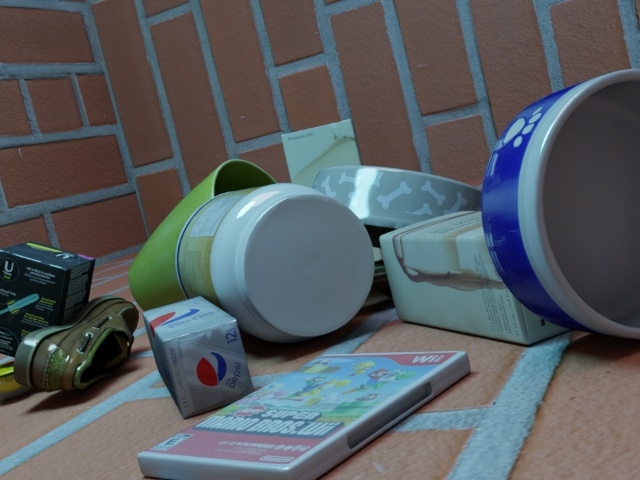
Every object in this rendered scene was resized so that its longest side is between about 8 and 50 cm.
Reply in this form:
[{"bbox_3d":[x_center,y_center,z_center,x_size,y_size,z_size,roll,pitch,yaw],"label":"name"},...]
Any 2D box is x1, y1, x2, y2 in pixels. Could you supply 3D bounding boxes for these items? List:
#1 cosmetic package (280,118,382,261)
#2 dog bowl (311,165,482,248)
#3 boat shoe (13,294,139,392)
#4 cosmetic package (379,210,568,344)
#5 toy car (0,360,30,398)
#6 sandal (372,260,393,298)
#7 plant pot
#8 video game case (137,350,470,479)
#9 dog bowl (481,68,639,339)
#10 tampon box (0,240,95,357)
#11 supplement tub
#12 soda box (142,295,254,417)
[{"bbox_3d":[0.024,-0.096,1.836,0.160,0.310,0.113,-14,7,1],"label":"cosmetic package"},{"bbox_3d":[0.137,-0.046,1.463,0.348,0.102,0.349,10,-5,1],"label":"dog bowl"},{"bbox_3d":[-0.341,0.167,1.298,0.104,0.111,0.307,12,15,11],"label":"boat shoe"},{"bbox_3d":[0.214,0.035,1.066,0.153,0.129,0.296,-17,7,-23],"label":"cosmetic package"},{"bbox_3d":[-0.528,0.220,1.386,0.224,0.053,0.239,-13,5,12],"label":"toy car"},{"bbox_3d":[0.140,0.065,1.333,0.219,0.060,0.090,-1,7,-22],"label":"sandal"},{"bbox_3d":[-0.212,0.035,1.596,0.293,0.275,0.275,-28,-1,28],"label":"plant pot"},{"bbox_3d":[-0.009,0.168,0.834,0.204,0.025,0.285,-9,8,41],"label":"video game case"},{"bbox_3d":[0.302,-0.035,0.864,0.264,0.265,0.104,-16,4,-20],"label":"dog bowl"},{"bbox_3d":[-0.438,0.096,1.318,0.120,0.161,0.101,15,11,10],"label":"tampon box"},{"bbox_3d":[-0.075,0.032,1.264,0.228,0.228,0.316,-16,7,-23],"label":"supplement tub"},{"bbox_3d":[-0.166,0.141,1.097,0.091,0.098,0.286,-15,7,-15],"label":"soda box"}]
